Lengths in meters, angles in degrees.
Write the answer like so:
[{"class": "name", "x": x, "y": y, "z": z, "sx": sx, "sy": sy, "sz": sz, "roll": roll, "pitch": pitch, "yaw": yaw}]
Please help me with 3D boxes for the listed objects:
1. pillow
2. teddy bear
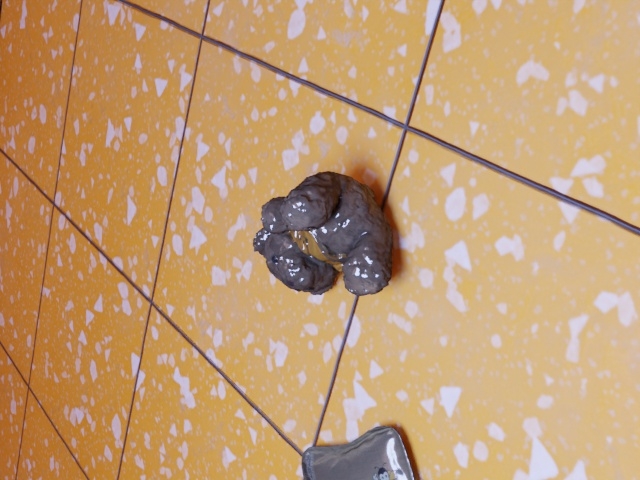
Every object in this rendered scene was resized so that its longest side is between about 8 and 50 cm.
[{"class": "pillow", "x": 0.047, "y": 0.321, "z": 1.003, "sx": 0.217, "sy": 0.033, "sz": 0.130, "roll": -31, "pitch": 67, "yaw": 46}, {"class": "teddy bear", "x": 0.000, "y": 0.000, "z": 0.976, "sx": 0.190, "sy": 0.177, "sz": 0.140, "roll": -37, "pitch": 20, "yaw": 43}]
